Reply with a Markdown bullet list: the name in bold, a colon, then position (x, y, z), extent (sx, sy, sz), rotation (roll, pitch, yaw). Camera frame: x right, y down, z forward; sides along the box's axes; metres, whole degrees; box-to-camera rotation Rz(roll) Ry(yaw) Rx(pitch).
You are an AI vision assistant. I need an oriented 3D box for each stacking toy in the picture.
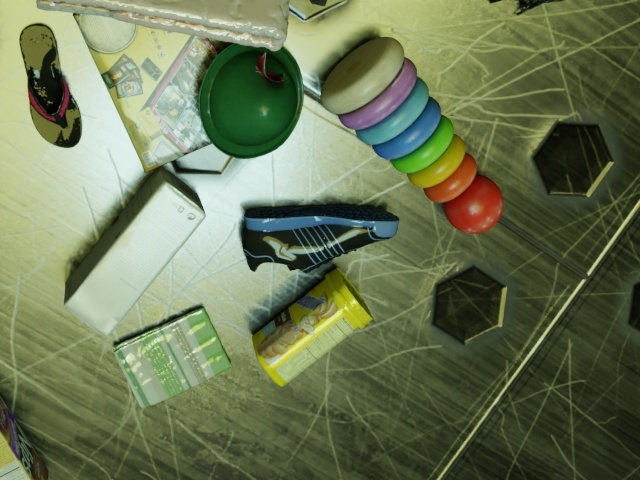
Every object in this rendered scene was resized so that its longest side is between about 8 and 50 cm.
- **stacking toy**: position (0.148, -0.132, 1.935), extent (0.141, 0.141, 0.330), rotation (-40, 113, 3)

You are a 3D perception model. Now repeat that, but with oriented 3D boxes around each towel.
- **towel**: position (-0.223, 0.176, 2.012), extent (0.152, 0.023, 0.113), rotation (-25, 111, -5)
- **towel**: position (-0.191, -0.399, 1.722), extent (0.316, 0.332, 0.053), rotation (8, 147, -10)

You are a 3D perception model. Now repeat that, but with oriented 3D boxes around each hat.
- **hat**: position (-0.052, -0.180, 1.812), extent (0.208, 0.183, 0.173), rotation (-6, 107, -39)

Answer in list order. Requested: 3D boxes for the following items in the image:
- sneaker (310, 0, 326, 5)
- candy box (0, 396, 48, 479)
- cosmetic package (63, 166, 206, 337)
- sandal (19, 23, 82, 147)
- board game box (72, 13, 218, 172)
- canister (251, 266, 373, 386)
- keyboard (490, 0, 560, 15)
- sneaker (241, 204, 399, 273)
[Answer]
- **sneaker**: position (0.038, -0.388, 1.873), extent (0.152, 0.058, 0.085), rotation (-33, 111, -2)
- **candy box**: position (-0.466, 0.301, 1.957), extent (0.053, 0.109, 0.187), rotation (-26, 109, -1)
- **cosmetic package**: position (-0.267, 0.014, 1.906), extent (0.085, 0.117, 0.231), rotation (39, 95, -17)
- **sandal**: position (-0.380, -0.210, 1.859), extent (0.067, 0.040, 0.179), rotation (-15, 108, -6)
- **board game box**: position (-0.222, -0.239, 1.878), extent (0.165, 0.042, 0.243), rotation (-23, 108, -2)
- **canister**: position (-0.015, 0.129, 1.978), extent (0.170, 0.126, 0.073), rotation (-38, 109, 4)
- **keyboard**: position (0.336, -0.390, 1.936), extent (0.192, 0.038, 0.100), rotation (-17, 108, -4)
- **sneaker**: position (0.000, 0.000, 1.971), extent (0.232, 0.081, 0.091), rotation (0, 109, -3)
